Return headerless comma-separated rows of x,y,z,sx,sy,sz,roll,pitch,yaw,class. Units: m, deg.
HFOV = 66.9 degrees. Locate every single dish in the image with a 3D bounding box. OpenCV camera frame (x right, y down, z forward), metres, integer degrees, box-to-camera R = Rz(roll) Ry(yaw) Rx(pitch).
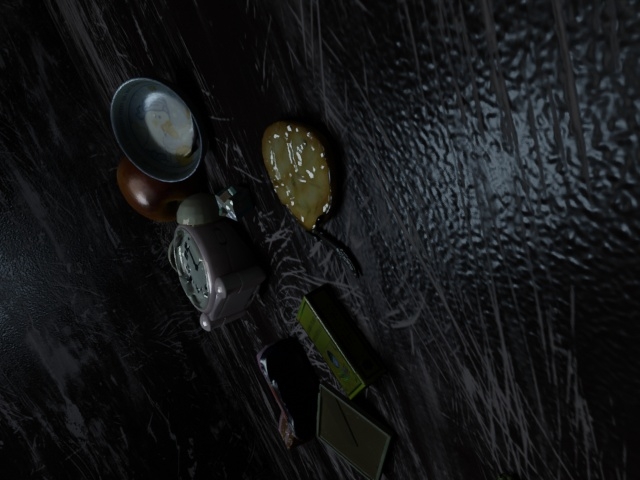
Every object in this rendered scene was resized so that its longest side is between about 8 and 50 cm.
-0.394,-0.304,1.272,0.273,0.134,0.273,12,125,18,dish

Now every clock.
-0.324,0.058,1.431,0.326,0.184,0.342,55,138,17,clock

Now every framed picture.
0.075,0.487,1.213,0.211,0.020,0.290,30,140,26,framed picture

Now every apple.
-0.474,-0.176,1.455,0.253,0.253,0.254,46,152,33,apple

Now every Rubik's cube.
-0.213,-0.100,1.181,0.073,0.075,0.084,21,122,35,Rubik's cube

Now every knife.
0.000,-0.004,0.913,0.222,0.021,0.046,41,152,39,knife

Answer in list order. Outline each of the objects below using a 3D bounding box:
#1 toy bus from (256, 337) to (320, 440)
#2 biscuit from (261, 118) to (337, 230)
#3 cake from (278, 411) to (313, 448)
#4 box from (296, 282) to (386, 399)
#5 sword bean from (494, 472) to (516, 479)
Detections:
-0.084,0.438,1.446,0.303,0.127,0.147,64,160,-4,toy bus
-0.034,-0.117,0.840,0.203,0.041,0.260,64,157,4,biscuit
-0.096,0.635,1.736,0.116,0.112,0.295,39,142,39,cake
0.037,0.216,1.028,0.220,0.064,0.141,53,155,17,box
0.315,0.471,0.766,0.043,0.038,0.269,-2,117,37,sword bean
